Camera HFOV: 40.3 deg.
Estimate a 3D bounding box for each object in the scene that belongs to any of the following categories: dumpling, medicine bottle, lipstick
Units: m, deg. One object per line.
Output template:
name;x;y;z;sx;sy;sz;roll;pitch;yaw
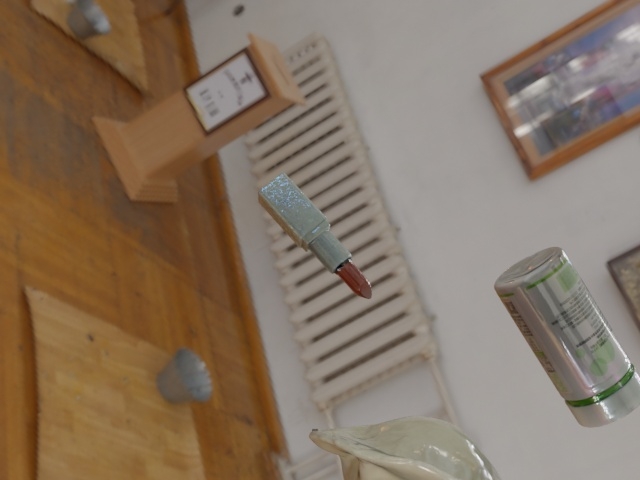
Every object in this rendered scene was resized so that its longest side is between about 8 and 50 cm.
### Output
dumpling;0.103;0.215;0.701;0.166;0.126;0.216;-1;-62;64
medicine bottle;0.270;0.103;0.945;0.183;0.086;0.086;57;16;-6
lipstick;0.000;0.000;0.741;0.129;0.030;0.030;47;-14;10
